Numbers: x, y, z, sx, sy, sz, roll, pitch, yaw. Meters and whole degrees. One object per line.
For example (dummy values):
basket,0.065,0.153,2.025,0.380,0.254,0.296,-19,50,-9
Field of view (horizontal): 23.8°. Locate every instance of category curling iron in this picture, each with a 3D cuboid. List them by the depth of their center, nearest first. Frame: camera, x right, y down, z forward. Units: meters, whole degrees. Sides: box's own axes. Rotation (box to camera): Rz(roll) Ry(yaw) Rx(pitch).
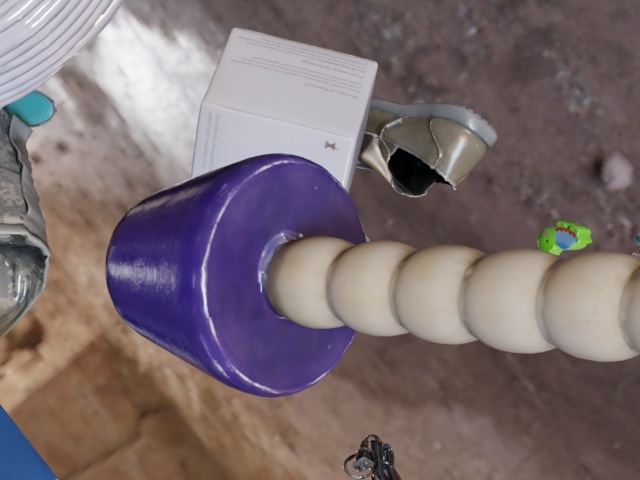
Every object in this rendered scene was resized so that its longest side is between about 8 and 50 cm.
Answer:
curling iron,0.092,0.297,1.397,0.068,0.035,0.274,14,-139,-48

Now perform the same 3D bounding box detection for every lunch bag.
lunch bag,-0.374,0.009,1.352,0.169,0.287,0.235,49,-172,-35

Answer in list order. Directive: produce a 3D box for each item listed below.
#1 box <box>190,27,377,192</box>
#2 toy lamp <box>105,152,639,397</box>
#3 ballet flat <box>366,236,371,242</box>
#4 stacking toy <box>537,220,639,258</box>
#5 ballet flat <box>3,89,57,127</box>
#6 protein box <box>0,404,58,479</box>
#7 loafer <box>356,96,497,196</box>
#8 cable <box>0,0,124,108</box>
box,-0.025,-0.065,0.983,0.102,0.087,0.101,14,133,1
toy lamp,0.043,0.015,0.423,0.274,0.080,0.080,5,134,42
ballet flat,0.000,0.000,1.311,0.188,0.070,0.070,53,164,12
stacking toy,0.312,0.028,1.273,0.221,0.167,0.052,22,106,50
ballet flat,-0.303,-0.129,1.473,0.114,0.041,0.041,2,142,15
protein box,-0.327,0.153,0.998,0.200,0.201,0.136,50,124,9
loafer,0.087,-0.100,1.674,0.094,0.087,0.251,36,163,-26
cable,-0.241,-0.211,1.011,0.257,0.257,0.089,59,-174,23
